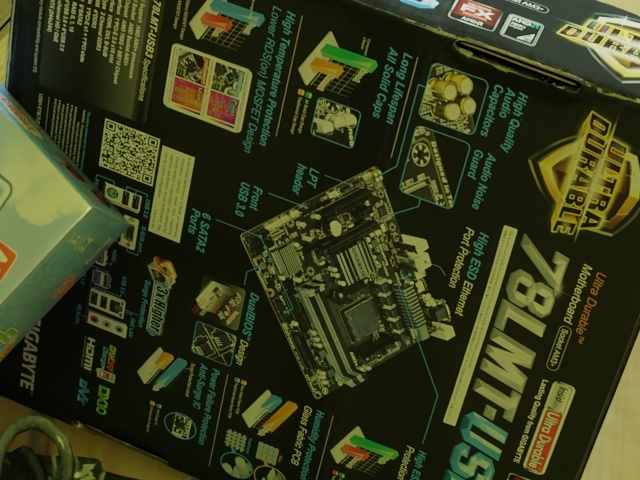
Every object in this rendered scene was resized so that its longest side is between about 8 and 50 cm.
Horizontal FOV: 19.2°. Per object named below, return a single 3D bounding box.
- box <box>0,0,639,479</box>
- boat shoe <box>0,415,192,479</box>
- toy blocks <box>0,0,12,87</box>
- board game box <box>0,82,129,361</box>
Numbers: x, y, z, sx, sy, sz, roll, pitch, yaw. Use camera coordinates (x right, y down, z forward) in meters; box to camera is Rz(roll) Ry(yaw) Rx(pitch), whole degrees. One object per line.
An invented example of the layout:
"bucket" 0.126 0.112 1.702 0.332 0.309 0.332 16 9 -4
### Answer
"box" 0.000 0.000 0.846 0.293 0.295 0.073 20 40 9
"boat shoe" -0.136 0.180 0.833 0.500 0.156 0.187 4 66 12
"toy blocks" -0.256 -0.137 0.939 0.381 0.191 0.261 42 82 -10
"board game box" -0.203 -0.022 0.812 0.160 0.039 0.211 -47 66 5
